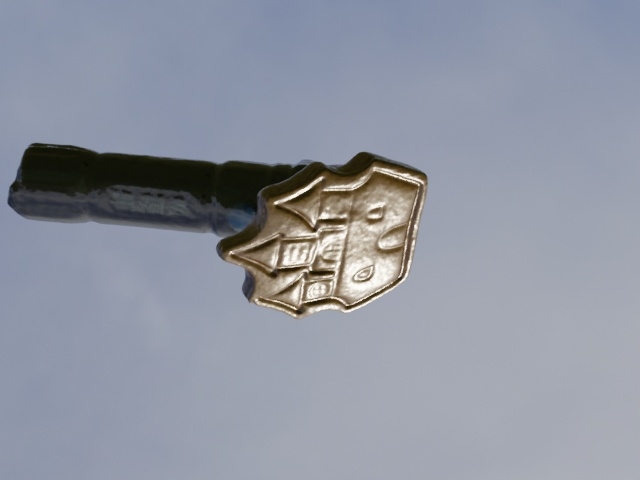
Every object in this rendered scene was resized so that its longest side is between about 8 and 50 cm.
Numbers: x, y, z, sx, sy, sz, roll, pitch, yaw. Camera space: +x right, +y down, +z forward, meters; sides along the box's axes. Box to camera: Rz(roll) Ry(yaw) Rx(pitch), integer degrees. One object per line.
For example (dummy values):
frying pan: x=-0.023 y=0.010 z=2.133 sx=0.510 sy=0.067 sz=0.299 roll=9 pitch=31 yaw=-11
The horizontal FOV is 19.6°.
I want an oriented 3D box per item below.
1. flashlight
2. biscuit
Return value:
flashlight: x=-0.121 y=-0.048 z=1.982 sx=0.424 sy=0.103 sz=0.103 roll=6 pitch=-147 yaw=1
biscuit: x=0.001 y=0.001 z=1.784 sx=0.215 sy=0.182 sz=0.034 roll=-9 pitch=-143 yaw=-26
